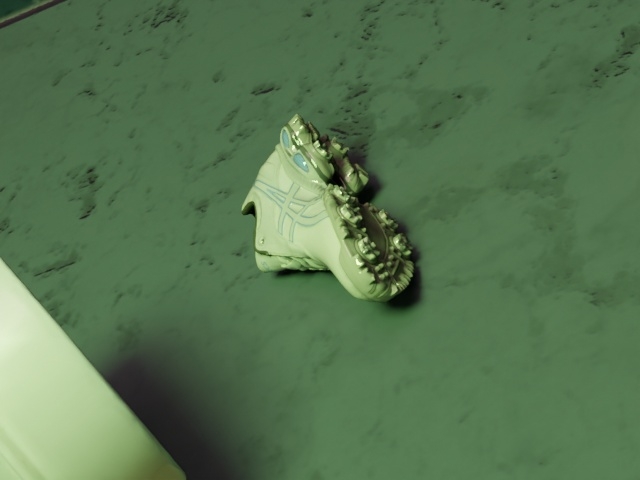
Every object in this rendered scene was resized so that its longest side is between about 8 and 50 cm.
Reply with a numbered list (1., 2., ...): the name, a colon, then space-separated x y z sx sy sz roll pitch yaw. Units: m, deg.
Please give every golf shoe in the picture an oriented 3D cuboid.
1. golf shoe: 0.000 0.000 1.150 0.086 0.069 0.176 -48 32 14

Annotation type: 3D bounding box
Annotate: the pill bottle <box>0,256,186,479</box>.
1. pill bottle: -0.280 0.188 0.997 0.392 0.224 0.224 -41 38 -9
